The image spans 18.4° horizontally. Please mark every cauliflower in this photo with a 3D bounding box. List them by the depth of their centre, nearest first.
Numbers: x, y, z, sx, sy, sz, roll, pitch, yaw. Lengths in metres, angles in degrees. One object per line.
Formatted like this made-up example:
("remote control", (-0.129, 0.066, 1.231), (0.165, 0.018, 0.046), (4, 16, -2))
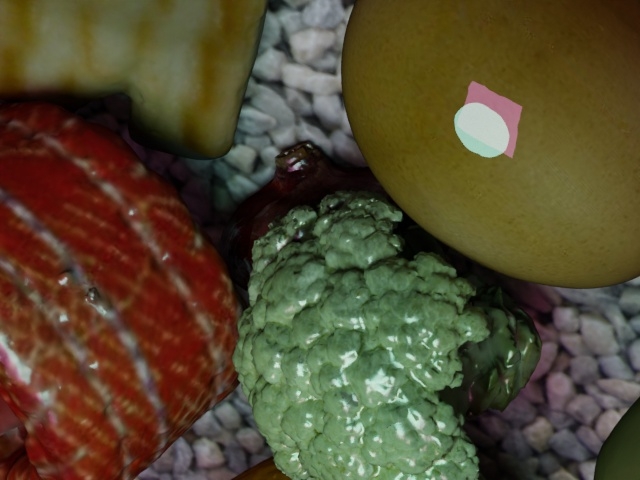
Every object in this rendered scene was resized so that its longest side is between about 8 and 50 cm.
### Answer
("cauliflower", (0.066, 0.095, 1.599), (0.272, 0.250, 0.275), (26, 118, 42))

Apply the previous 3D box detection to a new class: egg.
("egg", (0.161, -0.101, 1.513), (0.250, 0.250, 0.322), (-31, 110, 30))

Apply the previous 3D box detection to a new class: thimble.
("thimble", (-0.244, 0.066, 1.699), (0.350, 0.230, 0.350), (34, 149, 24))

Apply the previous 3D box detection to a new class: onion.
("onion", (0.000, 0.000, 1.716), (0.206, 0.098, 0.151), (-13, 115, 25))

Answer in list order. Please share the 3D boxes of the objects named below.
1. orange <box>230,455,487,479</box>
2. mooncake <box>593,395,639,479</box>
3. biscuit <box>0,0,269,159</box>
("orange", (0.028, 0.382, 1.752), (0.424, 0.424, 0.326), (51, 153, -13))
("mooncake", (0.423, 0.254, 1.511), (0.467, 0.467, 0.262), (41, 120, -7))
("biscuit", (-0.163, -0.193, 1.634), (0.237, 0.062, 0.291), (15, 140, -1))
